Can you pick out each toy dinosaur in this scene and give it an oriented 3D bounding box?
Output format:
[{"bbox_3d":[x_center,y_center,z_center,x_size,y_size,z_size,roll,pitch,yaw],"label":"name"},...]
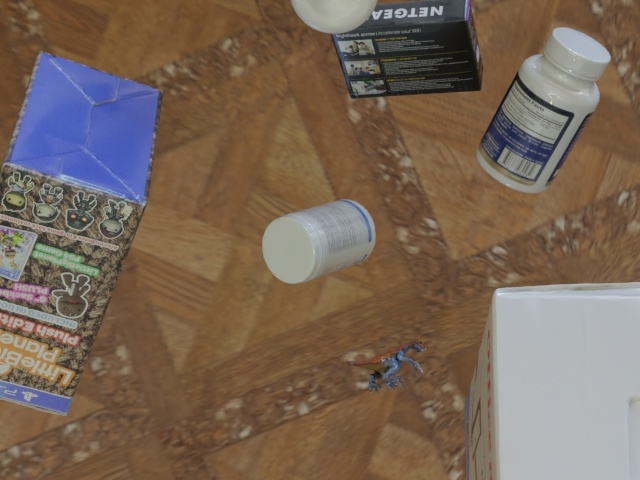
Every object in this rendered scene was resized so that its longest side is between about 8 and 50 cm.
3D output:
[{"bbox_3d":[0.080,0.125,1.445,0.047,0.082,0.090,-25,117,37],"label":"toy dinosaur"}]

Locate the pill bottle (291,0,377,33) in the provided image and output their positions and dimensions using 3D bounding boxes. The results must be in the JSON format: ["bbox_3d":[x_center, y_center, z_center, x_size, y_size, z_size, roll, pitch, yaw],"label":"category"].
[{"bbox_3d":[0.015,-0.261,1.333,0.086,0.152,0.086,1,113,2],"label":"pill bottle"}]

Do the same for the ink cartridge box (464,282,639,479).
[{"bbox_3d":[0.119,0.121,0.665,0.086,0.203,0.148,-1,68,3],"label":"ink cartridge box"}]

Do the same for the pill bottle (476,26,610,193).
[{"bbox_3d":[0.246,-0.144,1.493,0.094,0.094,0.169,33,122,11],"label":"pill bottle"}]

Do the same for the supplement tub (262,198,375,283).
[{"bbox_3d":[0.000,0.000,1.378,0.071,0.107,0.071,9,105,36],"label":"supplement tub"}]

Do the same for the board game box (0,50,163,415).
[{"bbox_3d":[-0.283,-0.008,1.441,0.141,0.232,0.291,17,124,-13],"label":"board game box"}]

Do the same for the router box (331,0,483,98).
[{"bbox_3d":[0.113,-0.247,1.765,0.179,0.133,0.046,-2,54,15],"label":"router box"}]
